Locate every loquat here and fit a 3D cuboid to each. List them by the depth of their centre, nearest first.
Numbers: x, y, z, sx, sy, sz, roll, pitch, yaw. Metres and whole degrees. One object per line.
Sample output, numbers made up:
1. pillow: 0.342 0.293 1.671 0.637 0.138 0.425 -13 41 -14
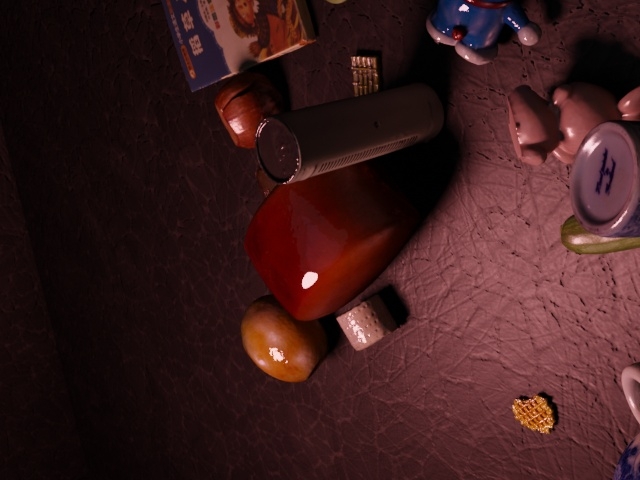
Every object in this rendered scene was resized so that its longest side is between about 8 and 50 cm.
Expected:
1. loquat: -0.086 0.222 1.622 0.227 0.179 0.179 40 135 22

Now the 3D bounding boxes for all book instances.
1. book: -0.196 -0.503 1.462 0.428 0.039 0.300 -6 105 49

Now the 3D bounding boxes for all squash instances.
1. squash: 0.441 -0.024 0.989 0.077 0.068 0.219 51 142 -14

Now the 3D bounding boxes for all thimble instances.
1. thimble: 0.097 0.171 1.448 0.090 0.102 0.115 59 169 6

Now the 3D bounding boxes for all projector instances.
1. projector: 0.056 -0.177 1.126 0.108 0.337 0.108 24 124 42

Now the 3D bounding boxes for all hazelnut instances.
1. hazelnut: -0.143 -0.272 1.465 0.143 0.143 0.154 -16 105 50

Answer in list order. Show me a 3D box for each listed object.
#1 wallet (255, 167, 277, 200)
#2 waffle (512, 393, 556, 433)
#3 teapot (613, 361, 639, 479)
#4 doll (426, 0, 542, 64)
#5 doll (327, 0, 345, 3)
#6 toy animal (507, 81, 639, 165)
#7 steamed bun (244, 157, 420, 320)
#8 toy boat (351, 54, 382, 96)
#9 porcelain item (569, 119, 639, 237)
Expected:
1. wallet: -0.060 -0.133 1.513 0.232 0.031 0.122 -23 90 50
2. waffle: 0.386 0.312 1.269 0.085 0.016 0.078 -8 103 50
3. teapot: 0.538 0.373 0.984 0.280 0.252 0.424 65 -175 -67
4. doll: 0.238 -0.378 0.983 0.215 0.161 0.257 32 149 10
5. doll: -0.002 -0.534 1.123 0.198 0.186 0.322 39 137 27
6. toy animal: 0.373 -0.170 0.980 0.212 0.124 0.124 -7 107 16
7. steamed bun: 0.000 0.000 1.305 0.235 0.248 0.379 54 152 13
8. toy boat: 0.085 -0.282 1.287 0.063 0.016 0.115 15 120 42
9. porcelain item: 0.399 -0.075 0.877 0.147 0.114 0.147 -177 90 -76
